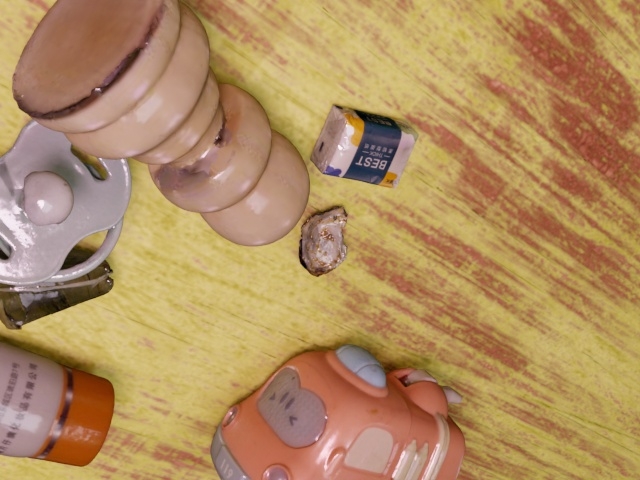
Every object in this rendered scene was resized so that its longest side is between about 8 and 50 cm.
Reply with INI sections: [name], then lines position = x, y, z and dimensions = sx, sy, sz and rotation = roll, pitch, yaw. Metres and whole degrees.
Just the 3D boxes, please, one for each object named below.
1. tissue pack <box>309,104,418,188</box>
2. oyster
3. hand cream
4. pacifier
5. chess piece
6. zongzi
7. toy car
[tissue pack]
position = 0.041, -0.086, 0.861
dimensions = 0.083, 0.042, 0.062
rotation = 9, 116, -32
[oyster]
position = 0.000, 0.003, 0.920
dimensions = 0.054, 0.019, 0.083
rotation = -12, 125, -21
[hand cream]
position = -0.336, 0.126, 0.794
dimensions = 0.314, 0.089, 0.140
rotation = 26, 94, -34
[pacifier]
position = -0.210, -0.025, 0.720
dimensions = 0.150, 0.116, 0.127
rotation = -35, 105, -15
[chess piece]
position = -0.103, -0.083, 0.739
dimensions = 0.143, 0.143, 0.261
rotation = -40, 137, 4
[zongzi]
position = -0.238, 0.009, 0.792
dimensions = 0.104, 0.052, 0.113
rotation = -23, 117, -20
[toy car]
position = 0.032, 0.220, 0.997
dimensions = 0.270, 0.180, 0.212
rotation = 22, 100, -37
